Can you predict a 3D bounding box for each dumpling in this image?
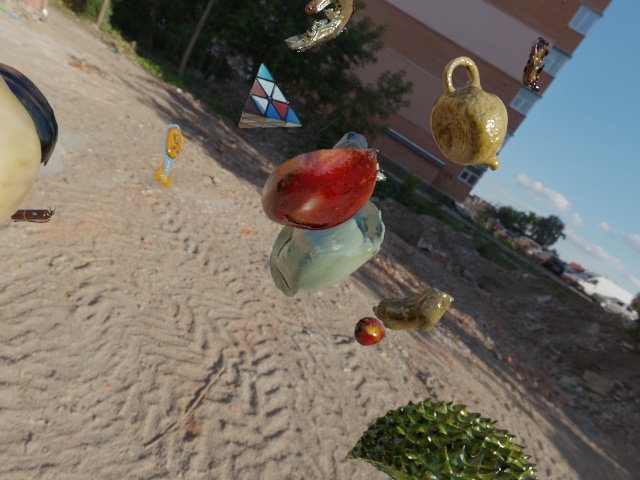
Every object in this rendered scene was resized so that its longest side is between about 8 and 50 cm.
[{"bbox_3d":[0.008,0.028,1.103,0.270,0.321,0.211,-117,-174,-56],"label":"dumpling"}]

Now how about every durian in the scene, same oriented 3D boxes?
[{"bbox_3d":[0.225,0.376,0.655,0.352,0.169,0.158,34,42,-7],"label":"durian"}]

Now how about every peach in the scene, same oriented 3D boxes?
[{"bbox_3d":[0.133,0.238,1.054,0.083,0.077,0.050,27,-18,-39],"label":"peach"},{"bbox_3d":[0.003,-0.083,0.790,0.189,0.279,0.068,31,44,-32],"label":"peach"}]

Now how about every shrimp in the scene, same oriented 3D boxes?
[{"bbox_3d":[0.005,-0.654,1.202,0.058,0.253,0.173,50,-22,17],"label":"shrimp"}]

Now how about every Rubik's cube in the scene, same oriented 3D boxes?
[{"bbox_3d":[-0.197,-0.493,1.652,0.235,0.250,0.284,21,53,-16],"label":"Rubik's cube"}]

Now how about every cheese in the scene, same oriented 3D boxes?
[{"bbox_3d":[-0.248,-0.141,0.669,0.017,0.111,0.047,1,-17,23],"label":"cheese"}]

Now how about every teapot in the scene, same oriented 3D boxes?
[{"bbox_3d":[0.399,-0.319,1.053,0.310,0.167,0.203,67,-13,-19],"label":"teapot"}]

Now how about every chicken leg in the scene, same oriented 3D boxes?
[{"bbox_3d":[0.284,-0.228,0.543,0.021,0.036,0.083,37,-18,36],"label":"chicken leg"}]

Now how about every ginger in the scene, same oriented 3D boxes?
[{"bbox_3d":[0.220,0.165,0.965,0.069,0.190,0.095,-53,129,-65],"label":"ginger"}]

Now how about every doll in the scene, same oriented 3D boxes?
[{"bbox_3d":[0.126,-0.253,1.299,0.149,0.095,0.191,-31,100,-36],"label":"doll"}]

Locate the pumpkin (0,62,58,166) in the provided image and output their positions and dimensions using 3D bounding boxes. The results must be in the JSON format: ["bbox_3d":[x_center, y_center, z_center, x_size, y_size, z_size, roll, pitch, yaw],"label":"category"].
[{"bbox_3d":[-0.656,-0.230,0.725,0.296,0.295,0.295,31,15,-9],"label":"pumpkin"}]

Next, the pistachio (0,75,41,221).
[{"bbox_3d":[-0.482,-0.137,0.456,0.230,0.230,0.309,42,-5,31],"label":"pistachio"}]

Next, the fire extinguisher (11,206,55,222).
[{"bbox_3d":[-0.969,-0.087,1.378,0.132,0.056,0.039,0,-5,-6],"label":"fire extinguisher"}]
